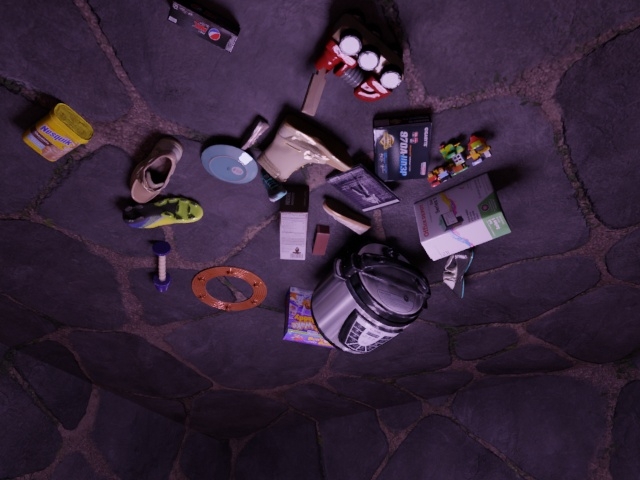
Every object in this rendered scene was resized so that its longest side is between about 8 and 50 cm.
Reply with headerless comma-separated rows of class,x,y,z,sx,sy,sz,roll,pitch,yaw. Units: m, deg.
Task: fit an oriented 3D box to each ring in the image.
ring,-0.414,0.230,1.990,0.337,0.032,0.336,1,139,0

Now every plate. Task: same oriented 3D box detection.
plate,-0.302,-0.242,1.444,0.188,0.024,0.188,6,147,4

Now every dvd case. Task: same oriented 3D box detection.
dvd case,0.148,-0.175,1.509,0.221,0.018,0.165,35,148,-32

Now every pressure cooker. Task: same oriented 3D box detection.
pressure cooker,0.197,0.207,1.721,0.370,0.375,0.420,-22,160,-48

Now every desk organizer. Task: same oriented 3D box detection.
desk organizer,0.000,0.000,1.722,0.050,0.047,0.130,5,138,-9

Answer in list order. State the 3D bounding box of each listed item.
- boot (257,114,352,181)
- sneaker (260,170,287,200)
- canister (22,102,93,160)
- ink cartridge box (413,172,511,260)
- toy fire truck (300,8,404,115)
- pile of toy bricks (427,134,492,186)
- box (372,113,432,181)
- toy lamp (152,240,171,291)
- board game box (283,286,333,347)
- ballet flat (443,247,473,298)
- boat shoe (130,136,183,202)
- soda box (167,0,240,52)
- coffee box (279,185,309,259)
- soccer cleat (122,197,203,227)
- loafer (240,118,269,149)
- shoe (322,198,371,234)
boot,-0.050,-0.256,1.401,0.262,0.095,0.203,26,131,-24
sneaker,-0.163,-0.183,1.445,0.065,0.166,0.076,-34,120,-6
canister,-0.805,-0.326,1.342,0.170,0.073,0.126,-21,133,24
ink cartridge box,0.480,-0.079,1.517,0.278,0.201,0.117,-23,132,25
toy fire truck,0.072,-0.437,1.177,0.217,0.158,0.246,28,143,-28
pile of toy bricks,0.423,-0.265,1.404,0.212,0.118,0.105,-28,93,41
box,0.257,-0.288,1.397,0.175,0.051,0.220,-4,138,5
toy lamp,-0.663,0.119,1.831,0.080,0.080,0.274,9,137,-9
board game box,0.014,0.355,1.977,0.347,0.233,0.078,13,137,-15
ballet flat,0.569,0.130,1.842,0.096,0.095,0.280,5,128,9
boat shoe,-0.555,-0.210,1.449,0.109,0.098,0.302,30,130,-29
soda box,-0.291,-0.546,1.105,0.169,0.060,0.053,22,132,-22
coffee box,-0.094,-0.062,1.585,0.098,0.141,0.246,3,137,-2
soccer cleat,-0.570,-0.097,1.606,0.289,0.093,0.121,-5,168,-1
loafer,-0.206,-0.323,1.368,0.039,0.045,0.125,21,131,-31
shoe,0.090,-0.081,1.609,0.219,0.076,0.058,26,127,-28
